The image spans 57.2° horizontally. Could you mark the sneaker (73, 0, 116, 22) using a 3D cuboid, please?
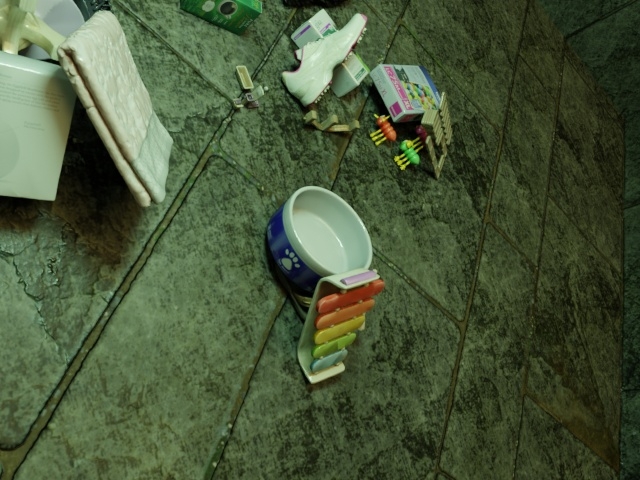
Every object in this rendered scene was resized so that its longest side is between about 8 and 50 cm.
[{"bbox_3d":[-0.477,-0.533,1.264,0.086,0.163,0.226,-42,104,-44],"label":"sneaker"}]

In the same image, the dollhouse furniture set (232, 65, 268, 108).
[{"bbox_3d":[-0.191,-0.412,1.526,0.091,0.081,0.114,-19,87,-44],"label":"dollhouse furniture set"}]

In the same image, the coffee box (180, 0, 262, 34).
[{"bbox_3d":[-0.258,-0.613,1.526,0.184,0.113,0.040,13,63,-37],"label":"coffee box"}]

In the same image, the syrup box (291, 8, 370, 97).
[{"bbox_3d":[0.031,-0.565,1.775,0.237,0.096,0.093,50,48,-17],"label":"syrup box"}]

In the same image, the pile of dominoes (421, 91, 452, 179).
[{"bbox_3d":[0.385,-0.350,1.959,0.196,0.040,0.251,-68,154,-18],"label":"pile of dominoes"}]

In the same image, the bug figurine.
[{"bbox_3d":[0.285,-0.366,1.941,0.216,0.072,0.279,54,46,-11],"label":"bug figurine"}]

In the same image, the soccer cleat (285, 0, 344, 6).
[{"bbox_3d":[-0.005,-0.807,1.836,0.318,0.108,0.116,-23,85,-42],"label":"soccer cleat"}]

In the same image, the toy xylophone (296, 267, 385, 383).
[{"bbox_3d":[0.056,0.184,1.400,0.236,0.323,0.081,-20,46,-34],"label":"toy xylophone"}]

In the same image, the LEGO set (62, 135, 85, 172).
[{"bbox_3d":[-0.505,-0.178,1.194,0.054,0.023,0.083,2,72,-41],"label":"LEGO set"}]

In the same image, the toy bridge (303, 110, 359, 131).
[{"bbox_3d":[0.025,-0.340,1.703,0.188,0.063,0.026,2,72,-40],"label":"toy bridge"}]

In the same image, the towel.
[{"bbox_3d":[-0.373,-0.261,1.128,0.332,0.053,0.317,-107,177,-59],"label":"towel"}]

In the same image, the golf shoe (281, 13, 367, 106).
[{"bbox_3d":[0.011,-0.531,1.658,0.140,0.115,0.306,36,89,-8],"label":"golf shoe"}]

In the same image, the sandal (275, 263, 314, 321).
[{"bbox_3d":[-0.030,0.130,1.472,0.090,0.060,0.219,-37,99,-43],"label":"sandal"}]

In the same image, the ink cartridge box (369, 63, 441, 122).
[{"bbox_3d":[0.308,-0.488,1.938,0.311,0.065,0.186,-15,77,-48],"label":"ink cartridge box"}]

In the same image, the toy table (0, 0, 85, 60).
[{"bbox_3d":[-0.563,-0.397,1.080,0.274,0.252,0.161,-6,43,-34],"label":"toy table"}]

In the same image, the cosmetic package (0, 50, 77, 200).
[{"bbox_3d":[-0.563,-0.207,1.003,0.224,0.138,0.225,6,113,-41],"label":"cosmetic package"}]

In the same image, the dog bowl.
[{"bbox_3d":[0.000,0.000,1.480,0.265,0.104,0.265,26,44,-28],"label":"dog bowl"}]
